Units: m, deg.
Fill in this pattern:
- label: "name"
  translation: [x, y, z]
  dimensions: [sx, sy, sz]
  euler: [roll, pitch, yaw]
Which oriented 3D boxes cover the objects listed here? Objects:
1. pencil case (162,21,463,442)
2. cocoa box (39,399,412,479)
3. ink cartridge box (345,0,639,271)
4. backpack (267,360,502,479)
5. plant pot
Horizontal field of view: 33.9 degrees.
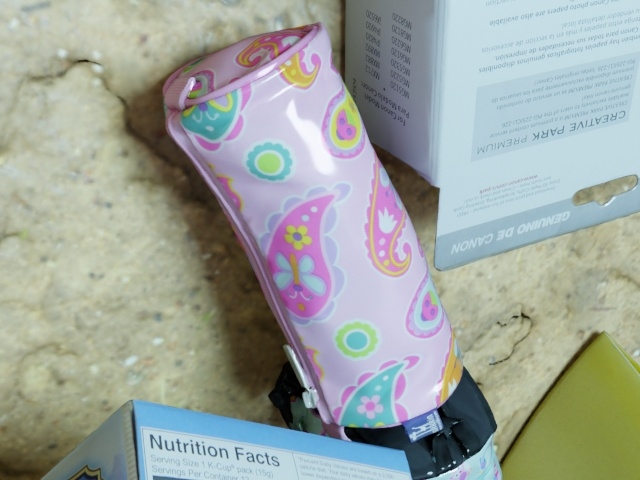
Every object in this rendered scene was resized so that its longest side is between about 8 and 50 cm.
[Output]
- label: "pencil case"
  translation: [0.000, 0.000, 0.703]
  dimensions: [0.124, 0.124, 0.284]
  euler: [-30, 114, -14]
- label: "cocoa box"
  translation: [-0.107, 0.292, 0.681]
  dimensions: [0.231, 0.228, 0.347]
  euler: [18, 134, -37]
- label: "ink cartridge box"
  translation: [0.179, -0.152, 0.756]
  dimensions: [0.310, 0.130, 0.271]
  euler: [-15, 123, -24]
- label: "backpack"
  translation: [0.065, 0.146, 0.815]
  dimensions: [0.152, 0.182, 0.115]
  euler: [-30, 127, -15]
- label: "plant pot"
  translation: [0.295, 0.254, 1.012]
  dimensions: [0.187, 0.212, 0.212]
  euler: [-40, 130, 11]
